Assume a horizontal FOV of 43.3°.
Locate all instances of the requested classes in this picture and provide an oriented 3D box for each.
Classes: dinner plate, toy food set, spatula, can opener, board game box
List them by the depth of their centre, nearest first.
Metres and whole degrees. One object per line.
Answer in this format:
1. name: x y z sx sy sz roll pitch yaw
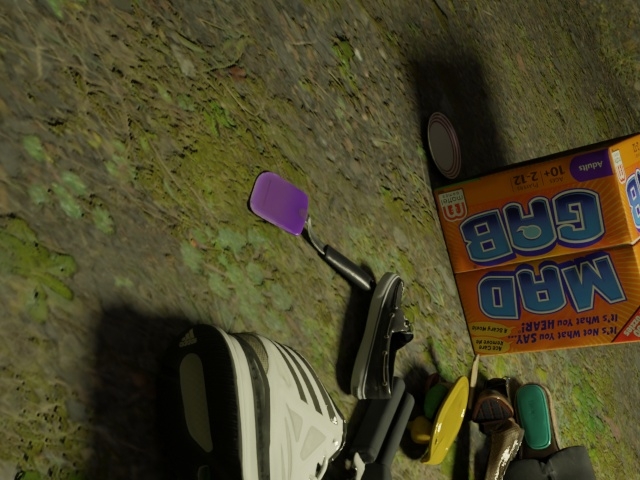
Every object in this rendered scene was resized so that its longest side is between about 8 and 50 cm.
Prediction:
1. can opener: 0.097 0.324 1.217 0.076 0.095 0.283 59 39 -25
2. spatula: 0.000 0.000 1.238 0.296 0.030 0.084 44 45 -38
3. toy food set: 0.206 0.295 1.414 0.218 0.071 0.128 -42 138 -49
4. board game box: 0.504 0.002 1.658 0.356 0.356 0.356 -21 96 -54
5. dinner plate: 0.251 -0.195 1.663 0.141 0.017 0.141 20 65 -50

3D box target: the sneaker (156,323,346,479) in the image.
1. sneaker: -0.045 0.327 0.953 0.257 0.169 0.448 14 66 -50

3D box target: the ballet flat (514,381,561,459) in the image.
1. ballet flat: 0.469 0.460 1.696 0.106 0.107 0.316 44 46 -57

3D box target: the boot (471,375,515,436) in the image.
1. boot: 0.329 0.301 1.556 0.219 0.082 0.106 60 23 -56

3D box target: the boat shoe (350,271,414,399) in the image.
1. boat shoe: 0.111 0.152 1.288 0.080 0.076 0.228 76 28 -47

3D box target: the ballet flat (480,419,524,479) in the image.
1. ballet flat: 0.300 0.440 1.469 0.250 0.058 0.084 -61 173 -19

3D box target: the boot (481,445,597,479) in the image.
1. boot: 0.386 0.625 1.451 0.367 0.146 0.445 -6 69 -18
